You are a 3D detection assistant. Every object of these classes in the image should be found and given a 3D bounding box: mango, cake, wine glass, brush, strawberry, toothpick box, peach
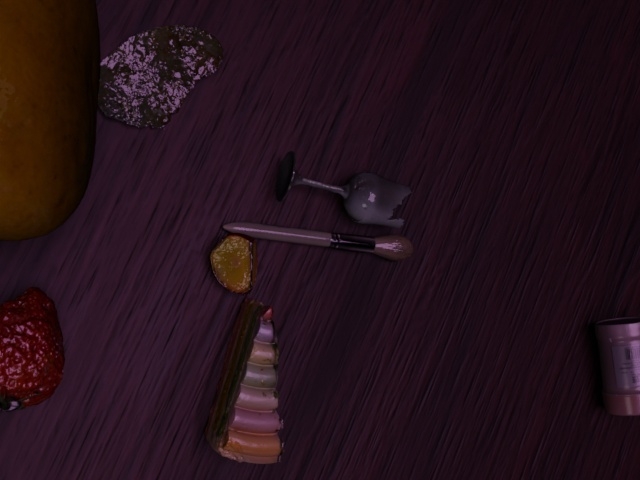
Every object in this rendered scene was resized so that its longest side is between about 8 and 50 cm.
[{"bbox_3d":[-0.379,-0.215,1.124,0.220,0.301,0.445,0,87,8],"label":"mango"},{"bbox_3d":[-0.109,0.195,1.308,0.090,0.109,0.226,-1,89,-21],"label":"cake"},{"bbox_3d":[0.036,-0.071,1.390,0.195,0.079,0.079,13,84,-19],"label":"wine glass"},{"bbox_3d":[0.000,0.000,1.400,0.299,0.042,0.039,5,72,-17],"label":"brush"},{"bbox_3d":[-0.378,0.143,1.202,0.131,0.131,0.148,44,73,-14],"label":"strawberry"},{"bbox_3d":[0.509,0.205,1.552,0.098,0.098,0.149,-7,90,-21],"label":"toothpick box"},{"bbox_3d":[-0.114,0.032,1.342,0.077,0.050,0.083,-41,93,6],"label":"peach"}]

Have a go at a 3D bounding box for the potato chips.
[{"bbox_3d":[-0.232,-0.227,1.322,0.209,0.026,0.142,-14,95,-21],"label":"potato chips"}]
